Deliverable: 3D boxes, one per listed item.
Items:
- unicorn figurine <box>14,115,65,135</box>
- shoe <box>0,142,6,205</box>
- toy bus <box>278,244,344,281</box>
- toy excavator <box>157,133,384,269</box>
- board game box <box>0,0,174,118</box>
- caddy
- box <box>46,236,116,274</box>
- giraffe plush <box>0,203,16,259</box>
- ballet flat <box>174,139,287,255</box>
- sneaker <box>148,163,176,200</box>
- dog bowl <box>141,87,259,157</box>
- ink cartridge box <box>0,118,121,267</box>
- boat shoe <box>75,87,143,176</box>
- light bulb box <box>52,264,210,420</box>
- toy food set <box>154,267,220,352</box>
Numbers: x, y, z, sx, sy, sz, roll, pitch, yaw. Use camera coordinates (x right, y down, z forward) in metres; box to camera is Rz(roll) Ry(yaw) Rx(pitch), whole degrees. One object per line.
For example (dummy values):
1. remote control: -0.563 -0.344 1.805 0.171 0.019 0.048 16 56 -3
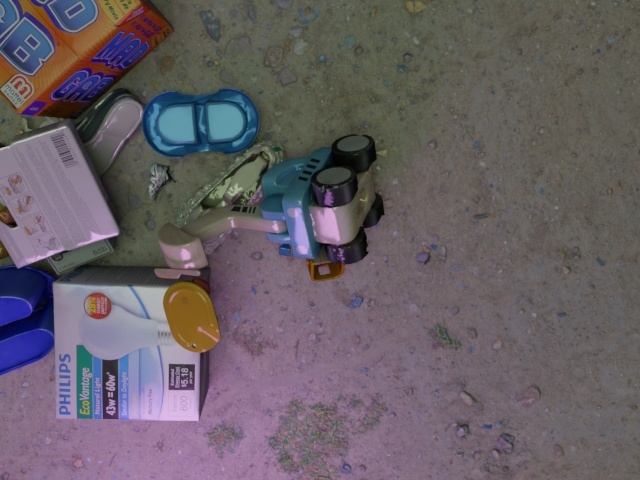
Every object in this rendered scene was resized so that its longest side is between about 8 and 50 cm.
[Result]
1. unicorn figurine: -0.707 -0.299 1.707 0.162 0.060 0.111 -37 95 24
2. shoe: -0.814 -0.172 1.691 0.081 0.063 0.178 -39 66 2
3. toy bus: -0.003 0.010 1.732 0.191 0.104 0.202 28 55 18
4. toy excavator: -0.110 -0.066 1.601 0.445 0.433 0.222 4 128 23
5. board game box: -0.617 -0.533 1.519 0.356 0.356 0.356 -40 98 5
6. caddy: -0.832 0.203 1.720 0.341 0.179 0.241 -21 121 1
7. box: -0.661 -0.074 1.670 0.169 0.087 0.290 -23 121 1
8. giraffe plush: -0.880 -0.039 1.664 0.181 0.170 0.210 -26 96 18
9. ballet flat: -0.251 -0.105 1.707 0.147 0.147 0.409 41 96 -7
10. sneaker: -0.416 -0.151 1.742 0.069 0.038 0.098 6 99 -1
11. dog bowl: -0.304 -0.302 1.705 0.297 0.074 0.166 -4 98 0
12. ink cartridge box: -0.654 -0.108 1.562 0.261 0.066 0.296 -19 120 -4
13. boat shoe: -0.585 -0.263 1.709 0.319 0.116 0.099 -44 53 13
14. light bulb box: -0.477 0.258 1.708 0.361 0.225 0.358 1 98 -3
15. toy food set: -0.295 0.151 1.548 0.128 0.071 0.218 -6 107 18
